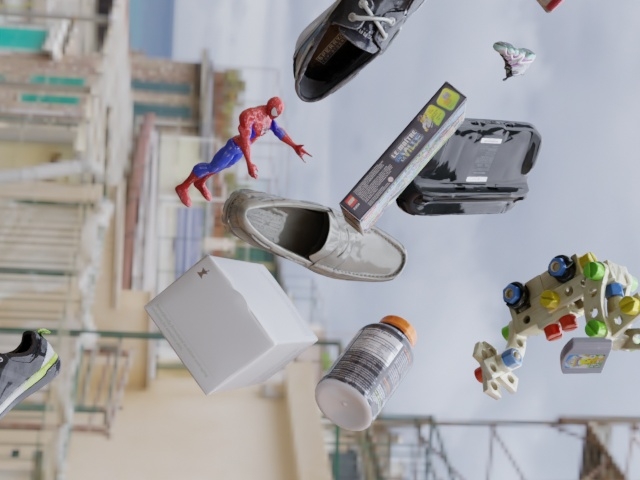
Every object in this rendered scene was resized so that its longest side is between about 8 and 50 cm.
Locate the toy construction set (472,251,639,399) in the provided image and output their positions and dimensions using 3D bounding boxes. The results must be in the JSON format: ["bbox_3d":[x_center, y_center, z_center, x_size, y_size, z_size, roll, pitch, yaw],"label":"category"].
[{"bbox_3d":[0.402,0.141,1.989,0.151,0.328,0.215,31,40,-52],"label":"toy construction set"}]

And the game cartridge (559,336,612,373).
[{"bbox_3d":[0.321,0.141,1.457,0.083,0.056,0.017,86,8,-59],"label":"game cartridge"}]

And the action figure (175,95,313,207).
[{"bbox_3d":[-0.129,-0.135,2.119,0.139,0.091,0.280,51,-54,11],"label":"action figure"}]

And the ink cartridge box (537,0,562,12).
[{"bbox_3d":[0.480,-0.570,1.879,0.385,0.160,0.279,-40,176,-32],"label":"ink cartridge box"}]

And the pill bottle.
[{"bbox_3d":[0.101,0.250,2.352,0.245,0.130,0.130,-47,155,-43],"label":"pill bottle"}]

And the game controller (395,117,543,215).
[{"bbox_3d":[0.251,-0.121,1.972,0.067,0.319,0.166,25,-71,41],"label":"game controller"}]

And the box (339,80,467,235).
[{"bbox_3d":[0.106,-0.102,1.532,0.207,0.036,0.114,-49,171,-3],"label":"box"}]

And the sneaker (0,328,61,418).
[{"bbox_3d":[-0.521,0.222,1.903,0.084,0.235,0.097,-4,-62,48],"label":"sneaker"}]

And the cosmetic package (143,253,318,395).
[{"bbox_3d":[-0.148,0.148,2.132,0.197,0.155,0.365,54,8,11],"label":"cosmetic package"}]

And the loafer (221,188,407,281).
[{"bbox_3d":[0.000,0.000,1.884,0.111,0.319,0.112,-160,-94,-69],"label":"loafer"}]

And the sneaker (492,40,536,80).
[{"bbox_3d":[0.352,-0.331,2.240,0.069,0.098,0.038,-64,-147,23],"label":"sneaker"}]

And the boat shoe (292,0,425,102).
[{"bbox_3d":[0.059,-0.289,1.545,0.301,0.108,0.102,-40,-152,38],"label":"boat shoe"}]
